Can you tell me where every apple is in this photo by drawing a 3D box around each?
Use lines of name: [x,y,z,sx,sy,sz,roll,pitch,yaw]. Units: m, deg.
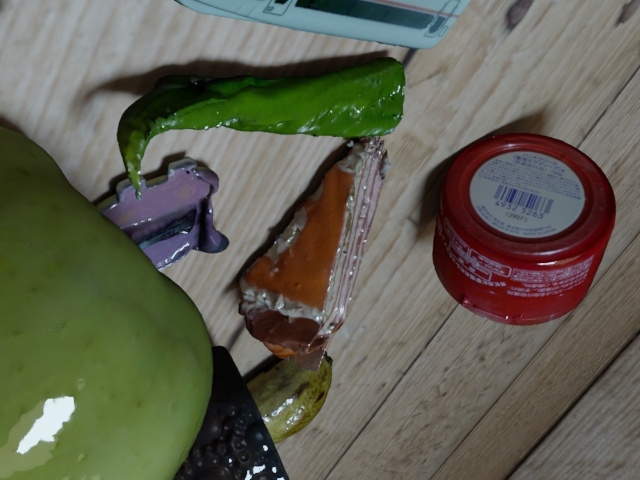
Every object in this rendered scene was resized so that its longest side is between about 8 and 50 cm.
apple: [-0.276,0.124,0.745,0.360,0.320,0.311,-45,173,-9]

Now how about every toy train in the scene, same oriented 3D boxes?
toy train: [-0.036,-0.213,0.740,0.407,0.086,0.088,-4,140,-49]

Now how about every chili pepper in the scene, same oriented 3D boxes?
chili pepper: [-0.047,-0.114,0.874,0.359,0.076,0.084,-18,125,-45]

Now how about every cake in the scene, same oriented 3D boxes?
cake: [-0.004,-0.002,1.093,0.098,0.135,0.287,22,94,-54]

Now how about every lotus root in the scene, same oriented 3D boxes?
lotus root: [-0.086,0.240,1.315,0.258,0.097,0.110,-33,154,-8]

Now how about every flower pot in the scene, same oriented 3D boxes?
flower pot: [-0.180,0.290,1.108,0.267,0.266,0.266,-25,150,-10]

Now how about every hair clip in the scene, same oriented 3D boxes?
hair clip: [-0.167,-0.006,0.913,0.187,0.056,0.146,-34,152,-33]

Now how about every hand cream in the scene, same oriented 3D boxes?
hand cream: [0.258,-0.017,1.244,0.230,0.230,0.149,-32,149,-18]
